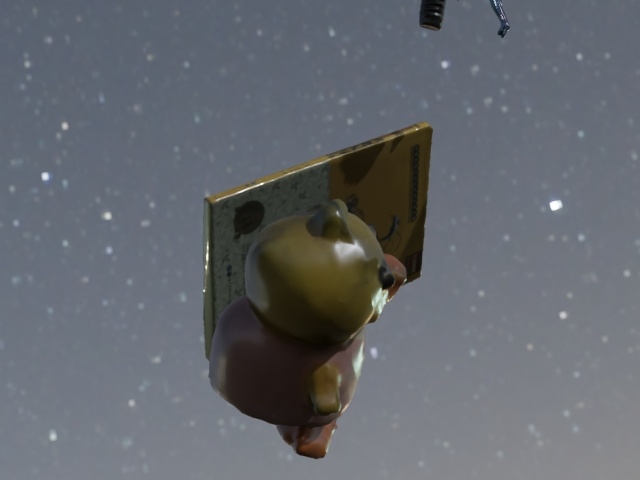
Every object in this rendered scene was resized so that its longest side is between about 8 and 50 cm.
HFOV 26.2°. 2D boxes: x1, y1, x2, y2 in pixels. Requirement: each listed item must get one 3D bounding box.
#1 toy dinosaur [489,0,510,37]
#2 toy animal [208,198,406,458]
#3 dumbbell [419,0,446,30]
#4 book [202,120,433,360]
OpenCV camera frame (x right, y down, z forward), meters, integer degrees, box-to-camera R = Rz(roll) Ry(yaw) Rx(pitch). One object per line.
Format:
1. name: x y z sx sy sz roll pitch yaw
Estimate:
1. toy dinosaur: 0.222 -0.364 1.884 0.080 0.197 0.045 -7 -19 -4
2. toy animal: -0.017 0.072 1.393 0.169 0.195 0.281 6 -51 -28
3. dumbbell: 0.123 -0.352 1.255 0.143 0.325 0.143 8 -4 1
4. book: 0.000 0.000 1.938 0.389 0.032 0.269 -22 -51 -32
